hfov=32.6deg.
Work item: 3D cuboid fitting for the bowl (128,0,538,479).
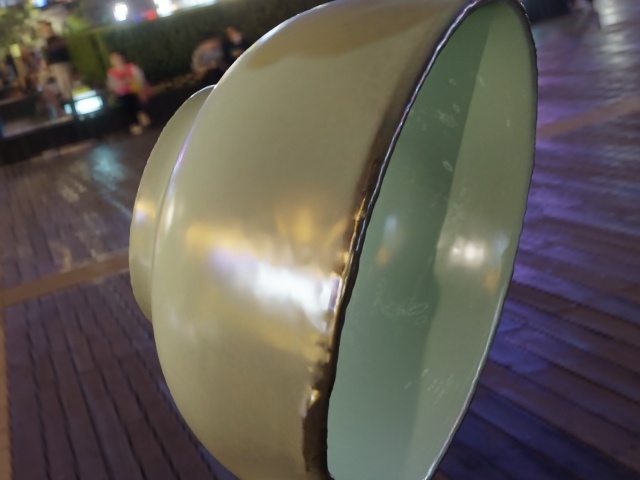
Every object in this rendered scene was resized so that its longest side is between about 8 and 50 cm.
[{"bbox_3d":[0.000,0.000,0.711,0.185,0.353,0.354,14,24,22],"label":"bowl"}]
